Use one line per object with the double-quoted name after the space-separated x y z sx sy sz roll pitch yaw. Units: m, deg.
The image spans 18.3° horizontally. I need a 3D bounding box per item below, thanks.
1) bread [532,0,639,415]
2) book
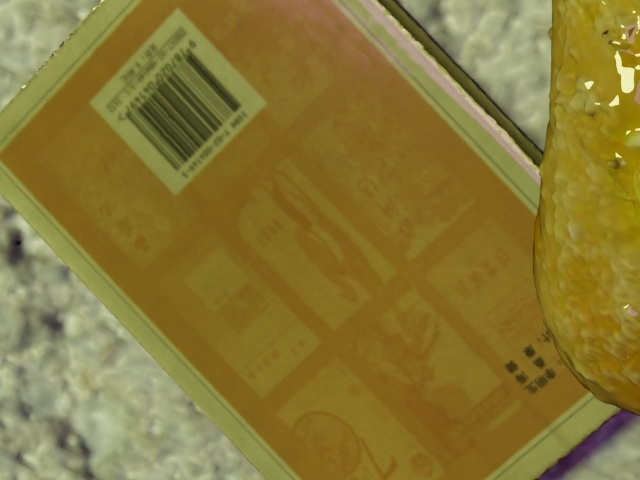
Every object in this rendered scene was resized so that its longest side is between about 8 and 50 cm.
0.164 -0.054 0.597 0.195 0.176 0.246 3 105 12 "bread"
0.000 0.000 0.745 0.242 0.018 0.170 47 113 0 "book"
